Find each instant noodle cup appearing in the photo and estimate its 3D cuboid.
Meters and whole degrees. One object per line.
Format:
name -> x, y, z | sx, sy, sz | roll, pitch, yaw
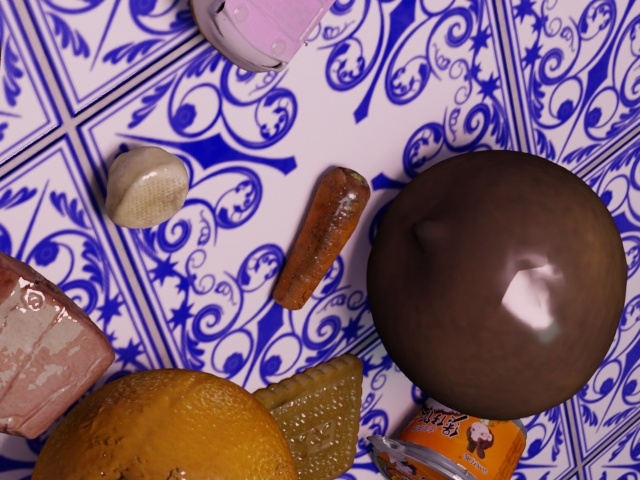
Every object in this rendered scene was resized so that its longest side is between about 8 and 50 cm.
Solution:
instant noodle cup -> 0.167, 0.248, 2.090 | 0.125, 0.177, 0.208 | -56, 128, -19

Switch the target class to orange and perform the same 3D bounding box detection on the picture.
orange -> -0.150, 0.254, 1.696 | 0.274, 0.274, 0.274 | -25, 132, -31

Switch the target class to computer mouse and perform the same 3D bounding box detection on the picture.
computer mouse -> -0.004, -0.297, 1.603 | 0.310, 0.072, 0.158 | -54, 139, -1

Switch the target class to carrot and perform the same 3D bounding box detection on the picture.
carrot -> 0.000, 0.000, 1.832 | 0.055, 0.055, 0.161 | 11, 111, -48

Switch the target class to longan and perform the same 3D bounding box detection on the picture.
longan -> 0.188, 0.045, 1.857 | 0.297, 0.297, 0.297 | -25, 132, -31

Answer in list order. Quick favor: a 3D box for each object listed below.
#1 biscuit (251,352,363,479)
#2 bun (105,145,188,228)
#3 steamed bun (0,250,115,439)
biscuit -> -0.056, 0.234, 1.957 | 0.254, 0.029, 0.172 | -21, 130, -33
bun -> -0.164, -0.053, 1.633 | 0.086, 0.055, 0.086 | -24, 143, -19
steamed bun -> -0.286, 0.092, 1.581 | 0.145, 0.106, 0.175 | -46, 126, -2
